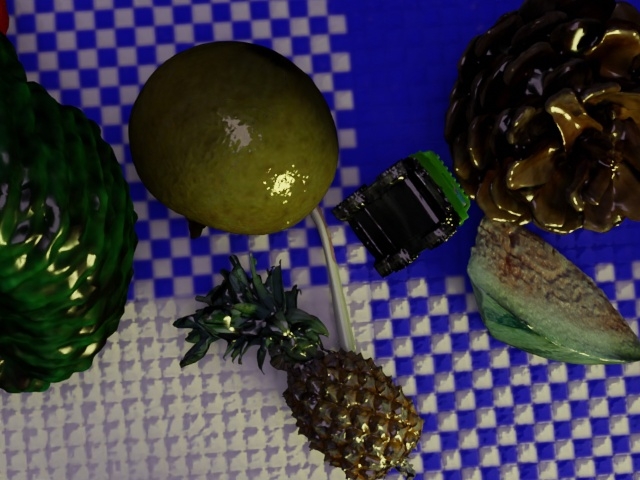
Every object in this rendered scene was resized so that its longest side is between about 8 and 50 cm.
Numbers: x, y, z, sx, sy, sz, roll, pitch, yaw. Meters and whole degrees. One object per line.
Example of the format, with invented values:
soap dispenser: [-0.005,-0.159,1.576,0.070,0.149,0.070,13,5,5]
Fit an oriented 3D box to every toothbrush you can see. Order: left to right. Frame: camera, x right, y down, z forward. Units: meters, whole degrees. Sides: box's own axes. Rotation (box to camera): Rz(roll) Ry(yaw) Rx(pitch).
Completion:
toothbrush: [0.000,0.000,1.073,0.022,0.017,0.204,-13,87,13]

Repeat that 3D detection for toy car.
toy car: [0.067,-0.025,1.010,0.062,0.165,0.071,-38,90,-19]

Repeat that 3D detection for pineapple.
pineapple: [-0.009,0.109,1.030,0.221,0.083,0.103,43,123,-5]

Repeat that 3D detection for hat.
hat: [-0.253,-0.073,0.965,0.242,0.274,0.332,0,58,-15]

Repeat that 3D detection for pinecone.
pinecone: [0.183,-0.095,1.001,0.179,0.204,0.184,-6,99,-3]

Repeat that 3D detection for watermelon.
watermelon: [0.179,0.052,1.064,0.180,0.081,0.094,41,67,-17]

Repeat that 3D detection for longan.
longan: [-0.068,-0.068,1.018,0.145,0.176,0.155,-22,54,-41]
